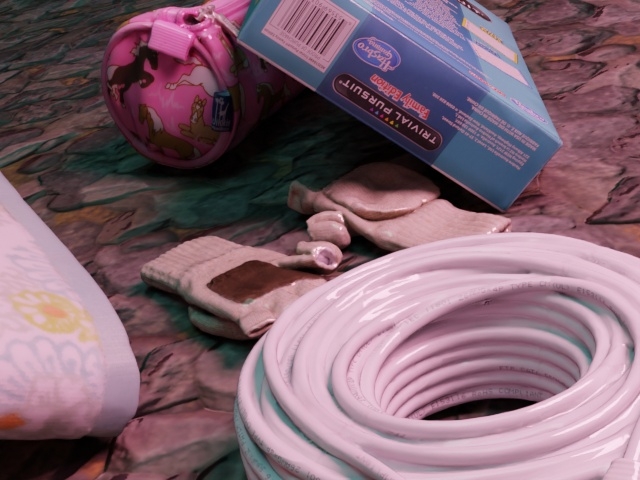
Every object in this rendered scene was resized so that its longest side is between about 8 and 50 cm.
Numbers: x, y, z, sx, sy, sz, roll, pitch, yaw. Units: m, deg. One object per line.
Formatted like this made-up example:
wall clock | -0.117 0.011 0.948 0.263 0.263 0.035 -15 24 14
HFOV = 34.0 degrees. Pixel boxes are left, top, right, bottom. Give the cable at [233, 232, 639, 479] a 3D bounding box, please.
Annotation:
cable | 0.085 0.085 0.548 0.257 0.089 0.257 13 35 42

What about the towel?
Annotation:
towel | -0.329 0.009 0.670 0.320 0.090 0.374 6 22 -40

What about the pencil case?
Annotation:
pencil case | -0.060 -0.219 1.127 0.167 0.160 0.386 -9 21 37

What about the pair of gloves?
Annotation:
pair of gloves | 0.000 0.000 0.807 0.240 0.042 0.204 -24 28 -24

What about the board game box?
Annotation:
board game box | 0.067 -0.186 0.935 0.079 0.254 0.336 -53 14 23
